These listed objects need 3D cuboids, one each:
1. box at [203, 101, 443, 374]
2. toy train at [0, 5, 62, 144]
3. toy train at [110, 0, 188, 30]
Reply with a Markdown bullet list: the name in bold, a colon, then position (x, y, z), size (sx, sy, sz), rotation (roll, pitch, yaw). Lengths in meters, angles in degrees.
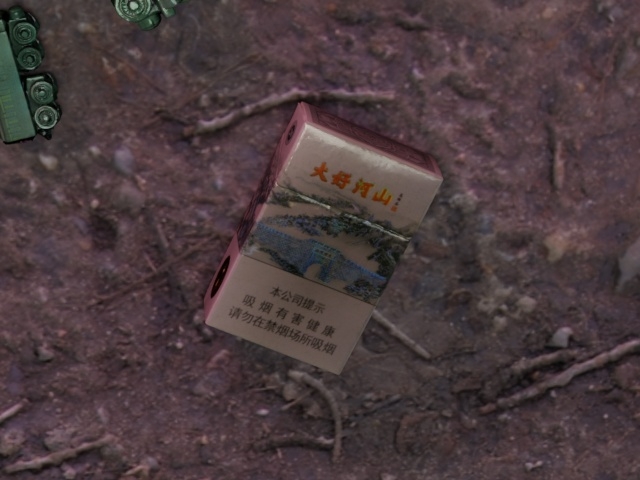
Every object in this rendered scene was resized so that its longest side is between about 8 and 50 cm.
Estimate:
- **box**: position (0.000, 0.000, 2.027), size (0.164, 0.069, 0.256), rotation (21, 110, -15)
- **toy train**: position (-0.309, -0.167, 1.936), size (0.071, 0.038, 0.148), rotation (-12, 115, 2)
- **toy train**: position (-0.186, -0.298, 1.876), size (0.105, 0.071, 0.178), rotation (-29, 113, -5)
